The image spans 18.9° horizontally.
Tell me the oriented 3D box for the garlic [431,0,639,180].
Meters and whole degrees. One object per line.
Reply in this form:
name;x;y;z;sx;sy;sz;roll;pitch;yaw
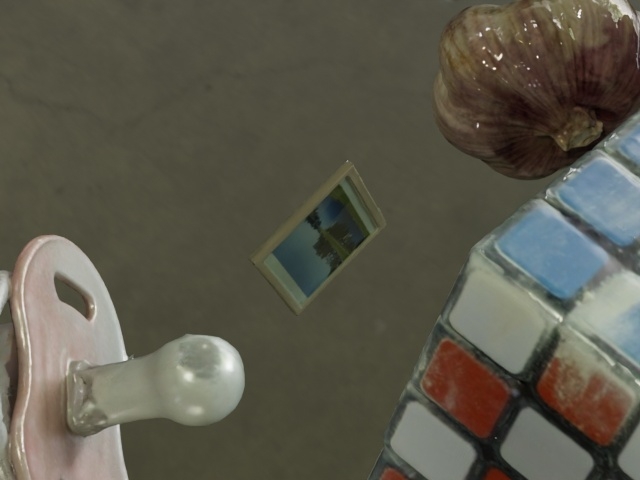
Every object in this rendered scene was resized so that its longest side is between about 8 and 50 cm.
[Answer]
garlic;0.149;-0.097;1.228;0.159;0.102;0.147;5;142;-25

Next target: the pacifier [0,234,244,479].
pacifier;-0.223;0.150;1.875;0.273;0.220;0.332;4;65;-16

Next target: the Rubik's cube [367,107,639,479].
Rubik's cube;0.214;0.098;1.147;0.259;0.256;0.253;-39;161;-37

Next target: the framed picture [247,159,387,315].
framed picture;0.000;0.000;1.526;0.109;0.011;0.149;-46;159;-4
